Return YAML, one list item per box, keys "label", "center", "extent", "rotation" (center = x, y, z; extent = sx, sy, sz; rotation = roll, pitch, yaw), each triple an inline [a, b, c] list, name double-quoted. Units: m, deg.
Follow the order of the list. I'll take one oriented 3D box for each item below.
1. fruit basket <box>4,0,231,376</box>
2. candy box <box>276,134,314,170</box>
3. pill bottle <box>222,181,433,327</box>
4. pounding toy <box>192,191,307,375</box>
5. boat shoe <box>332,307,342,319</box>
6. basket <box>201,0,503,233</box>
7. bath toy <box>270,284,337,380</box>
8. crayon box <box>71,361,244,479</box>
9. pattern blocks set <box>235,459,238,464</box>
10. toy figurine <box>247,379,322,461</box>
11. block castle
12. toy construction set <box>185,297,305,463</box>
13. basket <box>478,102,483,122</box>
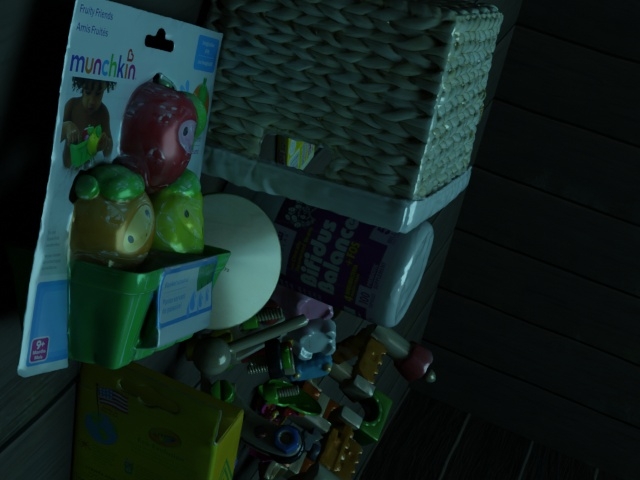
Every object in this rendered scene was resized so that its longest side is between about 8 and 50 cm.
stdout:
- label: "fruit basket"
  center: [-0.181, -0.053, 1.022]
  extent: [0.327, 0.165, 0.353]
  rotation: [-14, 121, -72]
- label: "candy box"
  center: [-0.037, -0.184, 1.610]
  extent: [0.206, 0.027, 0.105]
  rotation: [96, 20, -48]
- label: "pill bottle"
  center: [0.000, 0.000, 1.459]
  extent: [0.169, 0.301, 0.169]
  rotation: [21, 90, -76]
- label: "pounding toy"
  center: [-0.147, 0.046, 1.358]
  extent: [0.183, 0.110, 0.237]
  rotation: [-29, 109, -22]
- label: "boat shoe"
  center: [-0.001, 0.111, 2.006]
  extent: [0.342, 0.123, 0.123]
  rotation: [100, 10, -49]
- label: "basket"
  center: [0.034, -0.200, 1.273]
  extent: [0.331, 0.328, 0.267]
  rotation: [-34, 139, -65]
- label: "bath toy"
  center: [-0.043, 0.102, 1.815]
  extent: [0.129, 0.151, 0.348]
  rotation: [-109, -162, -47]
- label: "crayon box"
  center: [-0.216, 0.282, 1.287]
  extent: [0.081, 0.202, 0.319]
  rotation: [-48, 156, -54]
- label: "pattern blocks set"
  center: [-0.161, 0.517, 1.730]
  extent: [0.026, 0.285, 0.325]
  rotation: [-36, -153, 28]
- label: "toy figurine"
  center: [-0.103, 0.391, 2.072]
  extent: [0.173, 0.130, 0.159]
  rotation: [16, 106, -54]
- label: "block castle"
  center: [0.060, 0.425, 2.171]
  extent: [0.303, 0.213, 0.453]
  rotation: [-31, -154, 49]
- label: "toy construction set"
  center: [-0.157, 0.225, 1.545]
  extent: [0.309, 0.237, 0.258]
  rotation: [-121, -158, -87]
- label: "basket"
  center: [0.176, -0.246, 1.907]
  extent: [0.299, 0.223, 0.213]
  rotation: [69, 44, -70]
